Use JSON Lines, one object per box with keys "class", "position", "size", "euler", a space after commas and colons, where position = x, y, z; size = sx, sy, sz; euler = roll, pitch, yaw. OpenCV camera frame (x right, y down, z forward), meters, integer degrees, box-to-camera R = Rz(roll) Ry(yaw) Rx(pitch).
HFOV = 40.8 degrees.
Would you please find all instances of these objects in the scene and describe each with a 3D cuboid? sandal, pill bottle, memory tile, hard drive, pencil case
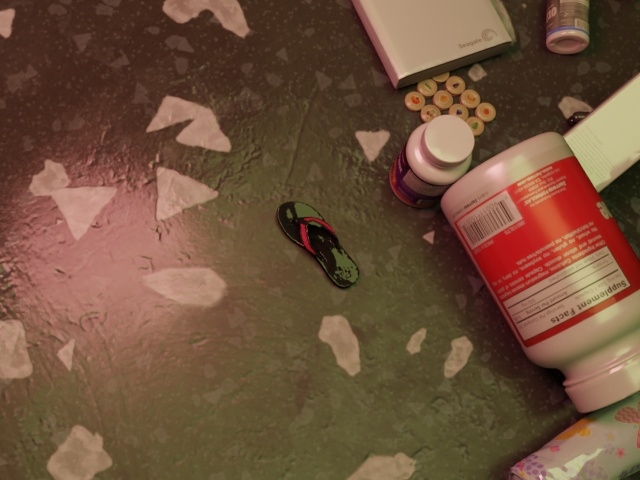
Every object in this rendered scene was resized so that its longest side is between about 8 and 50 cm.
{"class": "sandal", "position": [0.000, 0.000, 1.426], "size": [0.067, 0.040, 0.179], "euler": [-40, 84, -16]}
{"class": "pill bottle", "position": [0.383, 0.053, 1.370], "size": [0.229, 0.229, 0.407], "euler": [-26, 80, -14]}
{"class": "pill bottle", "position": [0.184, -0.131, 1.409], "size": [0.108, 0.193, 0.108], "euler": [2, 74, -8]}
{"class": "memory tile", "position": [0.233, -0.240, 1.542], "size": [0.148, 0.012, 0.113], "euler": [41, 73, 4]}
{"class": "pill bottle", "position": [0.457, -0.422, 1.591], "size": [0.078, 0.078, 0.137], "euler": [7, 74, -6]}
{"class": "hard drive", "position": [0.168, -0.468, 1.570], "size": [0.233, 0.047, 0.353], "euler": [-21, 77, -14]}
{"class": "pencil case", "position": [0.429, 0.347, 1.358], "size": [0.273, 0.113, 0.124], "euler": [-28, 95, -15]}

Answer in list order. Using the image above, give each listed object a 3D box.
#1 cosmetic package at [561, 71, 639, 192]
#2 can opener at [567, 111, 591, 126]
{"class": "cosmetic package", "position": [0.504, -0.178, 1.491], "size": [0.231, 0.085, 0.117], "euler": [-39, 88, 2]}
{"class": "can opener", "position": [0.541, -0.204, 1.553], "size": [0.186, 0.059, 0.073], "euler": [14, 74, -5]}
